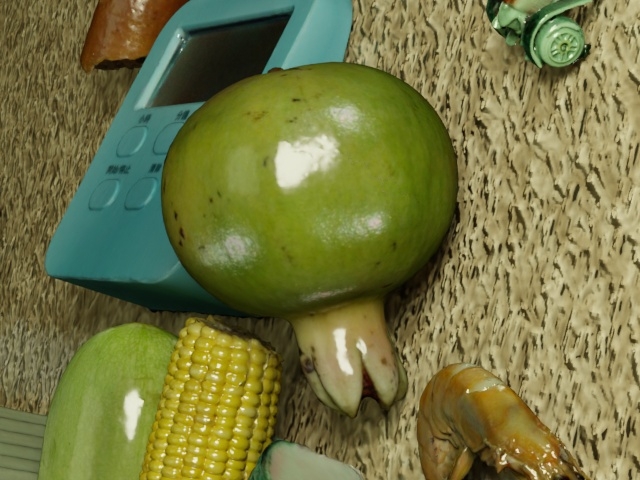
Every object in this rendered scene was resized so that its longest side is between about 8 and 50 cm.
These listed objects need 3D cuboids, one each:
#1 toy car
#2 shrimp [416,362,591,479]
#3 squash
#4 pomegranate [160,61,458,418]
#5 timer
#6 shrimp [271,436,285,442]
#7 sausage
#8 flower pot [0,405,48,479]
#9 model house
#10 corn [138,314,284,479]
[{"bbox_3d":[0.144,-0.172,1.041,0.143,0.054,0.073,-61,33,16],"label":"toy car"},{"bbox_3d":[0.093,0.128,0.984,0.162,0.045,0.095,40,109,54],"label":"shrimp"},{"bbox_3d":[-0.143,0.240,1.231,0.118,0.118,0.371,-6,75,56],"label":"squash"},{"bbox_3d":[0.003,-0.011,1.085,0.179,0.179,0.210,-49,59,33],"label":"pomegranate"},{"bbox_3d":[-0.089,-0.075,1.322,0.232,0.091,0.250,-2,70,57],"label":"timer"},{"bbox_3d":[-0.045,0.143,1.203,0.092,0.029,0.038,19,90,54],"label":"shrimp"},{"bbox_3d":[-0.128,-0.273,1.482,0.103,0.076,0.302,0,75,56],"label":"sausage"},{"bbox_3d":[-0.266,0.237,1.344,0.239,0.189,0.209,-46,42,36],"label":"flower pot"},{"bbox_3d":[-0.022,0.190,1.090,0.100,0.087,0.101,-54,33,25],"label":"model house"},{"bbox_3d":[-0.080,0.172,1.152,0.081,0.081,0.248,8,83,58],"label":"corn"}]
